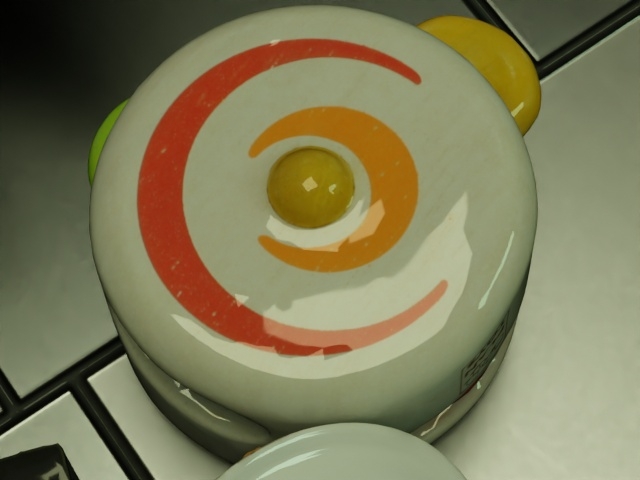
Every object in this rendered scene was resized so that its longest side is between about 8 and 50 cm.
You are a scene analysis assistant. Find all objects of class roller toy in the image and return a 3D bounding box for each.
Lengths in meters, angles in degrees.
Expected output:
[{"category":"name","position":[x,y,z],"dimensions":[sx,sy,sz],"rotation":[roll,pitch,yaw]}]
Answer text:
[{"category":"roller toy","position":[0.000,0.000,0.800],"dimensions":[0.209,0.146,0.191],"rotation":[-5,69,-1]}]

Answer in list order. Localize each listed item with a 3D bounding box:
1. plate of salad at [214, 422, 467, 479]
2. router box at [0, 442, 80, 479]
[{"category":"plate of salad","position":[-0.005,0.171,0.739],"dimensions":[0.048,0.200,0.200],"rotation":[13,61,52]},{"category":"router box","position":[-0.184,0.264,0.735],"dimensions":[0.242,0.081,0.309],"rotation":[-16,69,-5]}]
